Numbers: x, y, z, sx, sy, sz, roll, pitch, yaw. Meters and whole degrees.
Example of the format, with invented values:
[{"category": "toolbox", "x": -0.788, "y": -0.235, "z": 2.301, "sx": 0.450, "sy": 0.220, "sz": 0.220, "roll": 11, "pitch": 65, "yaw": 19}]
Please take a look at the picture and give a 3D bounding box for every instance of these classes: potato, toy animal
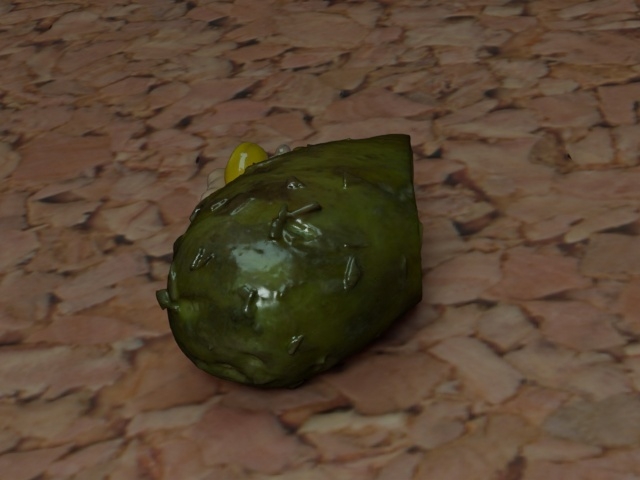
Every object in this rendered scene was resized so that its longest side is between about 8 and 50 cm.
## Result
[{"category": "potato", "x": 0.000, "y": 0.000, "z": 1.219, "sx": 0.176, "sy": 0.141, "sz": 0.298, "roll": 13, "pitch": 33, "yaw": 22}, {"category": "toy animal", "x": -0.065, "y": -0.036, "z": 1.383, "sx": 0.082, "sy": 0.091, "sz": 0.114, "roll": -11, "pitch": 24, "yaw": 30}]
